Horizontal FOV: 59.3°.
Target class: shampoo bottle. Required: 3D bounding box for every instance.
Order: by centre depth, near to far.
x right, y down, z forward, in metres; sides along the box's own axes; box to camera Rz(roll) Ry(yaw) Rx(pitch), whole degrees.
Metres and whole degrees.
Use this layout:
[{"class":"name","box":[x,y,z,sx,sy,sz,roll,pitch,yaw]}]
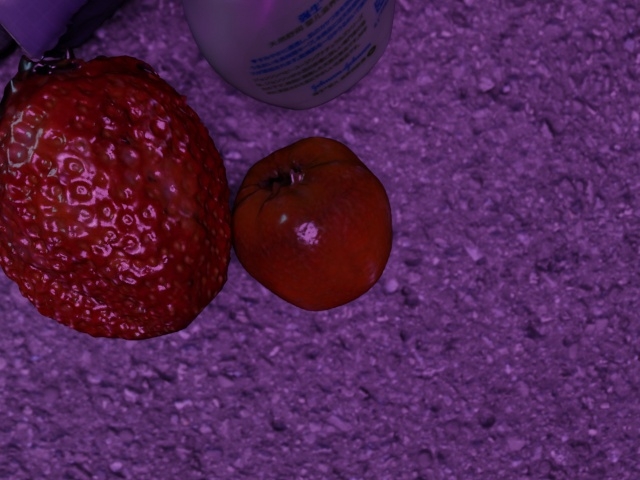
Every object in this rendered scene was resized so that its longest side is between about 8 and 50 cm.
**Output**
[{"class":"shampoo bottle","box":[-0.046,-0.260,0.517,0.222,0.349,0.151,-34,74,9]}]

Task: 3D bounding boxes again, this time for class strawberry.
[{"class":"strawberry","box":[-0.209,-0.037,0.593,0.288,0.250,0.239,47,52,9]}]

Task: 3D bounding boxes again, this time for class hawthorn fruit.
[{"class":"hawthorn fruit","box":[0.000,0.000,0.675,0.197,0.196,0.225,-31,125,-2]}]

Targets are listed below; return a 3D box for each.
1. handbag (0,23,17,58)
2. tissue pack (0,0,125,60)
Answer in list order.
[{"class":"handbag","box":[-0.483,-0.204,0.563,0.191,0.075,0.332,48,67,-17]},{"class":"tissue pack","box":[-0.231,-0.382,0.552,0.344,0.125,0.242,-34,104,16]}]
